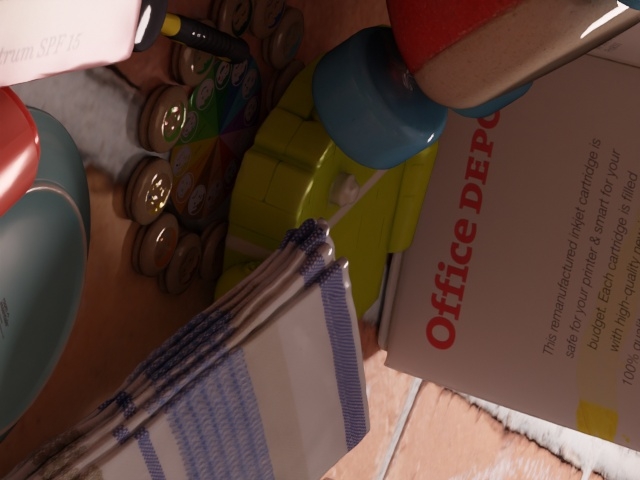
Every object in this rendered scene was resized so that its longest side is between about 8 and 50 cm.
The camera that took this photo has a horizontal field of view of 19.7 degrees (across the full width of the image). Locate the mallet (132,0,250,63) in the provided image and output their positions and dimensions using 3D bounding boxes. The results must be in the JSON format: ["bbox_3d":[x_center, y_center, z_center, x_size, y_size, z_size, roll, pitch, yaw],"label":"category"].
[{"bbox_3d":[-0.067,-0.100,0.857,0.190,0.062,0.039,9,97,-64],"label":"mallet"}]

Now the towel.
[{"bbox_3d":[-0.084,0.132,0.971,0.285,0.034,0.209,-41,149,-20],"label":"towel"}]

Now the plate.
[{"bbox_3d":[-0.150,0.032,0.836,0.188,0.024,0.188,-52,153,-41],"label":"plate"}]

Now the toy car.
[{"bbox_3d":[0.080,-0.199,0.966,0.219,0.238,0.210,-30,180,38],"label":"toy car"}]

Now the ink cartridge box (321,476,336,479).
[{"bbox_3d":[0.073,0.369,1.324,0.130,0.272,0.309,-37,140,-55],"label":"ink cartridge box"}]

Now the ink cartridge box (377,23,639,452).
[{"bbox_3d":[0.263,0.000,1.322,0.160,0.385,0.279,-36,140,-61],"label":"ink cartridge box"}]

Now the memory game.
[{"bbox_3d":[-0.053,-0.056,1.011,0.186,0.012,0.186,-51,152,-41],"label":"memory game"}]

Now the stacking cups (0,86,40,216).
[{"bbox_3d":[-0.210,0.038,0.628,0.316,0.096,0.096,-51,152,-50],"label":"stacking cups"}]

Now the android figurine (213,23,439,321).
[{"bbox_3d":[0.000,0.000,1.108,0.248,0.056,0.273,-44,152,-52],"label":"android figurine"}]

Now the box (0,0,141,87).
[{"bbox_3d":[-0.127,-0.173,0.575,0.148,0.127,0.232,-25,131,-61],"label":"box"}]
